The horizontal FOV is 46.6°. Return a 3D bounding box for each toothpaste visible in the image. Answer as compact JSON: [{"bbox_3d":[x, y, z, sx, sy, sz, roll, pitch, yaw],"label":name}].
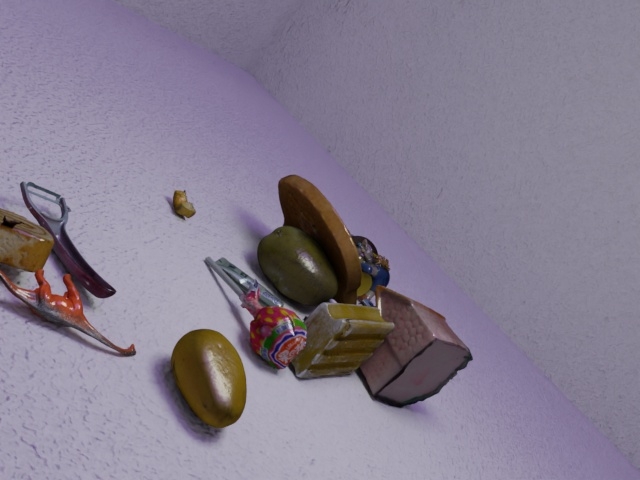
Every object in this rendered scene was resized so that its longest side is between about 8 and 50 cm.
[{"bbox_3d":[-0.162,0.115,1.778,0.218,0.041,0.064,39,21,4],"label":"toothpaste"}]

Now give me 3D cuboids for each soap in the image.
[{"bbox_3d":[0.047,0.228,1.712,0.089,0.173,0.274,44,14,27],"label":"soap"}]

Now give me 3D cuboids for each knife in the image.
[{"bbox_3d":[-0.444,0.012,1.335,0.278,0.053,0.123,50,13,26],"label":"knife"}]

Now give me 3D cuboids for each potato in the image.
[{"bbox_3d":[-0.052,0.073,1.937,0.174,0.159,0.251,-35,81,-29],"label":"potato"}]

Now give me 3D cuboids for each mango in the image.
[{"bbox_3d":[-0.189,0.236,1.264,0.137,0.098,0.195,34,24,-34],"label":"mango"}]

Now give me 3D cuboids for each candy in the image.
[{"bbox_3d":[-0.160,0.137,1.640,0.124,0.124,0.365,24,13,-48],"label":"candy"}]

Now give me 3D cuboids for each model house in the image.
[{"bbox_3d":[0.213,0.259,1.890,0.202,0.237,0.237,21,29,-44],"label":"model house"}]

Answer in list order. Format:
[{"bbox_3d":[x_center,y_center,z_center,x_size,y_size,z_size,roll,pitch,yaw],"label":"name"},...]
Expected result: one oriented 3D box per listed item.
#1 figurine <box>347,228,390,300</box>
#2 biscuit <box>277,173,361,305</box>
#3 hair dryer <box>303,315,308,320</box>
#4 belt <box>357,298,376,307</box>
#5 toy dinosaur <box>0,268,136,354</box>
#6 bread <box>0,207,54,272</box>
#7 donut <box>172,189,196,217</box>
[{"bbox_3d":[0.116,0.071,2.387,0.158,0.161,0.275,-3,29,-15],"label":"figurine"},{"bbox_3d":[0.002,-0.001,2.049,0.385,0.062,0.365,51,-23,35],"label":"biscuit"},{"bbox_3d":[-0.017,0.218,1.868,0.047,0.026,0.083,23,20,-52],"label":"hair dryer"},{"bbox_3d":[0.159,0.221,2.086,0.128,0.122,0.218,59,14,11],"label":"belt"},{"bbox_3d":[-0.402,0.107,1.180,0.279,0.055,0.101,30,28,-40],"label":"toy dinosaur"},{"bbox_3d":[-0.500,-0.013,1.174,0.149,0.073,0.122,25,3,-31],"label":"bread"},{"bbox_3d":[-0.346,-0.096,1.867,0.038,0.067,0.083,7,68,-37],"label":"donut"}]
